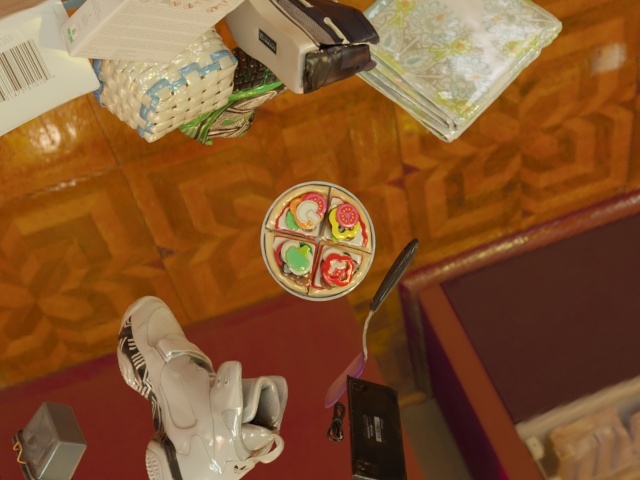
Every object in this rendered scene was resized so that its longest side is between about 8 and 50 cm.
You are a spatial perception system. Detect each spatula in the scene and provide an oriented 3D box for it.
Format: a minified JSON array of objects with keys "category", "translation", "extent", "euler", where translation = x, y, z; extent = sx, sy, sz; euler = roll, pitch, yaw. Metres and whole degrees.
[{"category":"spatula","translation":[0.076,0.124,1.357],"extent":[0.030,0.084,0.297],"euler":[23,108,-3]}]

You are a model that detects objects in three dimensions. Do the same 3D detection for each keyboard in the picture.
[{"category":"keyboard","translation":[0.058,0.256,1.238],"extent":[0.108,0.180,0.023],"euler":[17,124,-13]}]

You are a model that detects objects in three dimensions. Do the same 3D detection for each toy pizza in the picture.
[{"category":"toy pizza","translation":[0.000,0.000,1.529],"extent":[0.201,0.201,0.032],"euler":[-6,178,-18]}]

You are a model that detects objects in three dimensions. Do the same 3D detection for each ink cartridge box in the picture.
[{"category":"ink cartridge box","translation":[-0.220,-0.320,1.256],"extent":[0.224,0.056,0.181],"euler":[-30,165,38]}]

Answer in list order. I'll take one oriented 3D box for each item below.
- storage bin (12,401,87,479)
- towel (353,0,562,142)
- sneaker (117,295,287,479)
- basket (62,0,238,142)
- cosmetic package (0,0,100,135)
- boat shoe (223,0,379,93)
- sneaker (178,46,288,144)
[{"category":"storage bin","translation":[-0.451,0.336,1.529],"extent":[0.098,0.135,0.091],"euler":[20,109,-40]},{"category":"towel","translation":[0.259,-0.410,1.872],"extent":[0.374,0.320,0.090],"euler":[-46,167,-19]},{"category":"sneaker","translation":[-0.172,0.208,1.370],"extent":[0.210,0.366,0.137],"euler":[-34,145,20]},{"category":"basket","translation":[-0.305,-0.328,1.578],"extent":[0.254,0.289,0.201],"euler":[-31,169,-28]},{"category":"cosmetic package","translation":[-0.529,-0.297,1.453],"extent":[0.217,0.385,0.156],"euler":[-31,121,-18]},{"category":"boat shoe","translation":[-0.041,-0.365,1.531],"extent":[0.158,0.340,0.127],"euler":[-18,140,-25]},{"category":"sneaker","translation":[-0.169,-0.297,1.883],"extent":[0.343,0.134,0.146],"euler":[-15,141,41]}]
